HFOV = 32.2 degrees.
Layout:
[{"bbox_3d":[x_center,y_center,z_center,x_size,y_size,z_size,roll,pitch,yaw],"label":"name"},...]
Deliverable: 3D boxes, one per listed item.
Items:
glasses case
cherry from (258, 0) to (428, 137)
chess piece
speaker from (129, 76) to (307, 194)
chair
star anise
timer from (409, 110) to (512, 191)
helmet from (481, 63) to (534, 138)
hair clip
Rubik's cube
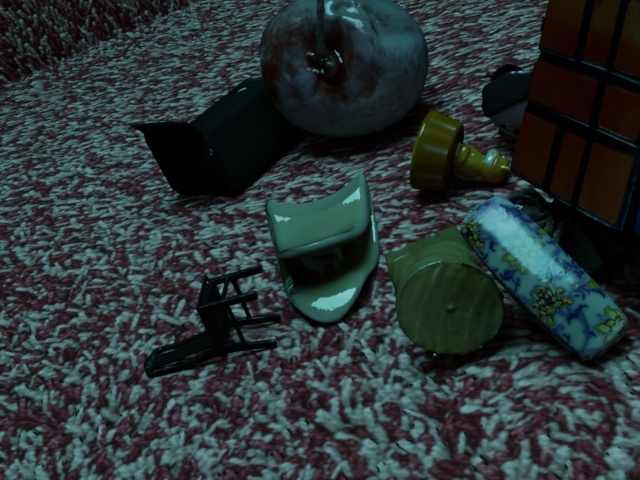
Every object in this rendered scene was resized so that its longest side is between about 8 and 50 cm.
[{"bbox_3d":[0.272,0.044,1.370,0.087,0.065,0.248,-37,61,-5],"label":"glasses case"},{"bbox_3d":[0.062,-0.344,2.097,0.335,0.291,0.326,-18,21,-40],"label":"cherry"},{"bbox_3d":[0.161,0.048,1.507,0.137,0.137,0.301,-18,14,6],"label":"chess piece"},{"bbox_3d":[-0.172,-0.236,2.171,0.180,0.184,0.388,1,33,37],"label":"speaker"},{"bbox_3d":[-0.173,0.119,1.603,0.212,0.101,0.084,-14,27,11],"label":"chair"},{"bbox_3d":[0.310,-0.005,1.498,0.229,0.093,0.236,3,37,13],"label":"star anise"},{"bbox_3d":[0.235,-0.130,1.794,0.152,0.132,0.132,15,38,15],"label":"timer"},{"bbox_3d":[0.391,-0.255,1.836,0.253,0.154,0.198,-21,1,9],"label":"helmet"},{"bbox_3d":[0.006,0.014,1.683,0.172,0.113,0.282,-17,22,7],"label":"hair clip"},{"bbox_3d":[0.447,-0.169,1.407,0.288,0.283,0.293,1,22,-25],"label":"Rubik's cube"}]
